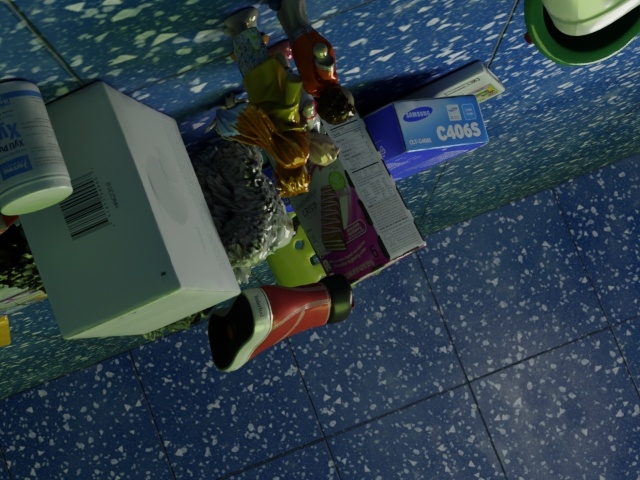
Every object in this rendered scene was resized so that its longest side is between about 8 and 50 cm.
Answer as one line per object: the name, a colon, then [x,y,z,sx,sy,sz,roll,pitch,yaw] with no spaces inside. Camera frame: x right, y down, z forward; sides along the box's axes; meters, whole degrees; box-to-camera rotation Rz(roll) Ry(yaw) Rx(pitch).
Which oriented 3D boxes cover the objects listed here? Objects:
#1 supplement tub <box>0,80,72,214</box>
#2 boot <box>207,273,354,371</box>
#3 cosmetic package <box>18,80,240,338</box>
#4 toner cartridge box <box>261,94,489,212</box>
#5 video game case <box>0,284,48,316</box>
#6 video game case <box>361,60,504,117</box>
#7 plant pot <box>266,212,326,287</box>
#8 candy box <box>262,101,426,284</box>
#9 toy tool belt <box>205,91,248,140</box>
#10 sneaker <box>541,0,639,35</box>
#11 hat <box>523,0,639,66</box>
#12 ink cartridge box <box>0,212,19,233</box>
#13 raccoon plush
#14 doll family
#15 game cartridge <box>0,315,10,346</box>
supplement tub: [-0.274,-0.084,0.997,0.071,0.107,0.071,-21,172,-3]
boot: [-0.051,0.112,1.508,0.176,0.088,0.244,-11,166,-26]
cosmetic package: [-0.210,-0.023,1.165,0.138,0.224,0.224,-23,172,10]
toner cartridge box: [0.067,-0.122,1.626,0.165,0.075,0.348,-12,174,-38]
video game case: [-0.542,0.087,1.656,0.269,0.061,0.244,-22,171,6]
video game case: [0.168,-0.207,1.681,0.212,0.023,0.193,-24,172,16]
plant pot: [0.000,0.000,1.965,0.207,0.228,0.227,-28,173,-4]
candy box: [0.028,-0.063,1.494,0.071,0.233,0.159,-23,174,-33]
toy tool belt: [-0.092,-0.148,1.273,0.083,0.052,0.051,-26,179,30]
sneaker: [0.337,-0.319,1.054,0.290,0.106,0.123,-36,139,8]
hat: [0.264,-0.304,1.236,0.173,0.183,0.208,13,117,-29]
ink cartridge box: [-0.384,-0.032,1.238,0.115,0.063,0.029,-28,172,41]
raccoon plush: [-0.249,0.015,1.351,0.446,0.216,0.299,-18,172,-24]
doll family: [-0.043,-0.130,1.093,0.118,0.163,0.263,-20,173,-7]
game cartridge: [-0.730,0.201,1.995,0.323,0.053,0.285,-19,172,-18]
